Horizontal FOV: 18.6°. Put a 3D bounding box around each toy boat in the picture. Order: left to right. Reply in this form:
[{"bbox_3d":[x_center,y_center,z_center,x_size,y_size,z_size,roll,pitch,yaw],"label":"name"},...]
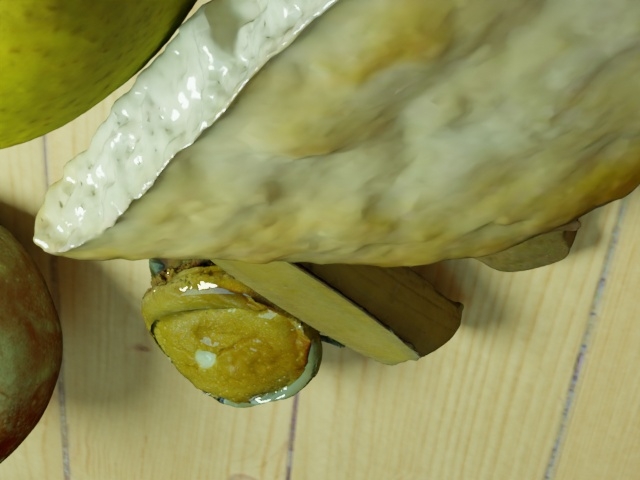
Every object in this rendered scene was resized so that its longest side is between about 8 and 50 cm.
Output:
[{"bbox_3d":[0.000,0.000,1.590,0.089,0.121,0.321,-20,140,40],"label":"toy boat"}]

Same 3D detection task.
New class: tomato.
[{"bbox_3d":[-0.355,0.084,1.782,0.270,0.222,0.270,17,121,30],"label":"tomato"}]

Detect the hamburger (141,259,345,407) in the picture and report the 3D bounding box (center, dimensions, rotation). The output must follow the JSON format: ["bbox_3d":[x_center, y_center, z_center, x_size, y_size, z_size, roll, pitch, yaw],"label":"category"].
[{"bbox_3d":[-0.065,0.056,1.703,0.185,0.113,0.177,15,136,-3],"label":"hamburger"}]

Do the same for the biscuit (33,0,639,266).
[{"bbox_3d":[0.092,-0.115,1.279,0.446,0.104,0.429,2,145,-35],"label":"biscuit"}]

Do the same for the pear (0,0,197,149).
[{"bbox_3d":[-0.244,-0.237,1.242,0.418,0.362,0.362,9,145,51],"label":"pear"}]

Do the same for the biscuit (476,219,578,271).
[{"bbox_3d":[0.095,-0.090,1.498,0.183,0.047,0.320,3,136,20],"label":"biscuit"}]
